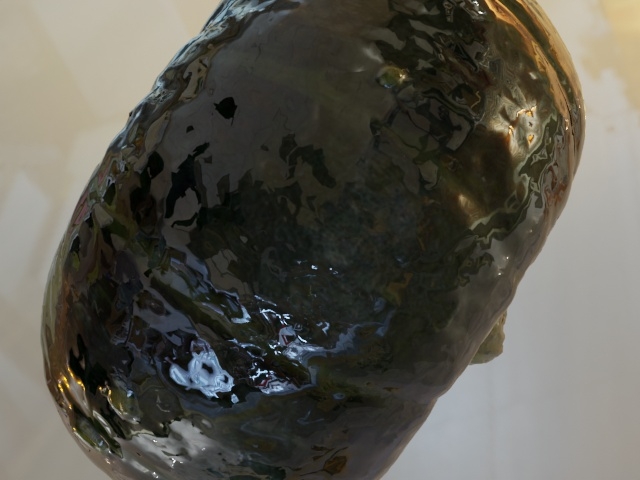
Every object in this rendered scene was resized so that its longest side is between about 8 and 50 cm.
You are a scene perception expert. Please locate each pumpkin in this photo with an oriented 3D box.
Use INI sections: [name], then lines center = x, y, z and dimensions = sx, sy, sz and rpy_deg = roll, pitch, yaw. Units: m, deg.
[pumpkin]
center = 0.000, 0.000, 0.906
dimensions = 0.300, 0.207, 0.300
rpy_deg = -53, -177, 4
